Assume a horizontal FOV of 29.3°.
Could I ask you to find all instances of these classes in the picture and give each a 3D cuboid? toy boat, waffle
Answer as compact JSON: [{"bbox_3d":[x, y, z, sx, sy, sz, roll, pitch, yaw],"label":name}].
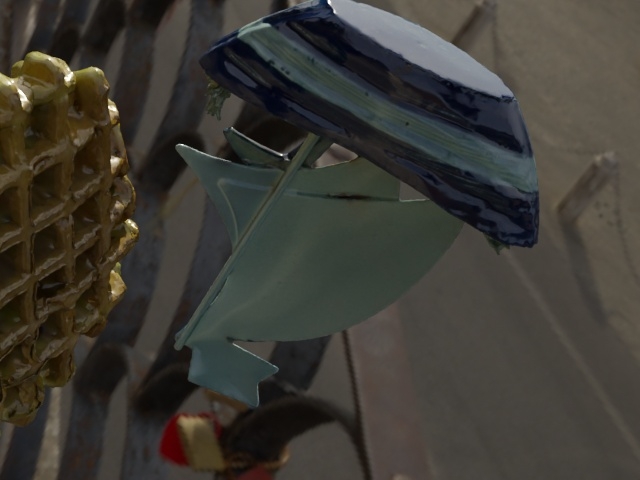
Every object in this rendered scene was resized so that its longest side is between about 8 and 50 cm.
[{"bbox_3d":[-0.016,-0.024,0.736,0.210,0.291,0.070,50,28,-19],"label":"toy boat"},{"bbox_3d":[-0.137,0.009,0.536,0.038,0.191,0.191,24,31,20],"label":"waffle"}]
